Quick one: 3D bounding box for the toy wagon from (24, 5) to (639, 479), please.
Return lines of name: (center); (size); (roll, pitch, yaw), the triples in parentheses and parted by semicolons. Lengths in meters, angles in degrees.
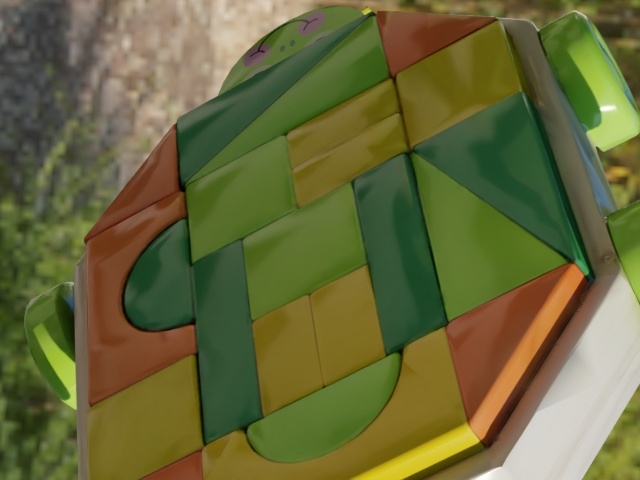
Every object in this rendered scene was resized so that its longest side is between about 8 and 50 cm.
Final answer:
toy wagon: (0.000, 0.000, 0.743); (0.068, 0.267, 0.344); (52, 18, -37)
